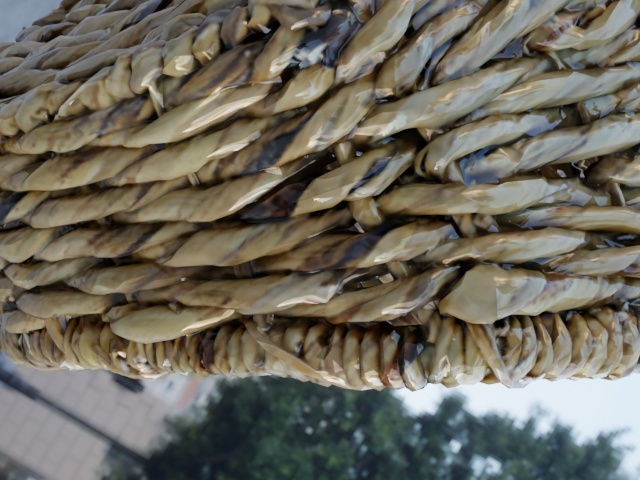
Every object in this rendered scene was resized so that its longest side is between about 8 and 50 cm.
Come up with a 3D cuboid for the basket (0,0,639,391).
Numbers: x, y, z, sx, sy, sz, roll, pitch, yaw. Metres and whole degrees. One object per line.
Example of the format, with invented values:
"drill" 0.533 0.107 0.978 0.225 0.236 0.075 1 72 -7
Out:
"basket" 0.000 0.000 0.504 0.213 0.223 0.299 -40 -158 -32
